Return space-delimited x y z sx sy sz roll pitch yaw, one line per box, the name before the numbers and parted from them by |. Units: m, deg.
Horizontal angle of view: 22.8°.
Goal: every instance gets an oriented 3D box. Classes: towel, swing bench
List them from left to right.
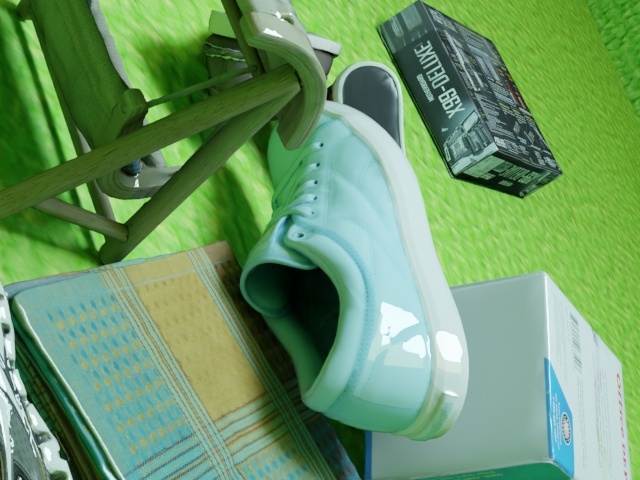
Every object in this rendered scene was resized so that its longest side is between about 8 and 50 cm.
swing bench | -0.134 -0.161 1.121 0.165 0.255 0.253 23 41 -58
towel | -0.084 0.134 1.140 0.271 0.040 0.370 61 18 4

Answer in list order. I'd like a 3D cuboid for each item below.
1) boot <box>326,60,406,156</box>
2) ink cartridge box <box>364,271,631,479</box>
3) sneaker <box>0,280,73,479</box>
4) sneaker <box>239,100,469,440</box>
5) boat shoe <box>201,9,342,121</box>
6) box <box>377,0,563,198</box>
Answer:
boot | 0.034 -0.045 1.584 0.176 0.088 0.244 160 -69 -79
ink cartridge box | 0.161 0.160 1.395 0.233 0.168 0.171 43 41 -53
sneaker | -0.214 0.070 0.865 0.234 0.078 0.106 64 18 10
sneaker | 0.000 0.000 1.302 0.150 0.135 0.366 12 35 -32
boat shoe | -0.049 -0.164 1.553 0.324 0.117 0.096 -33 133 -82
box | 0.218 -0.194 2.246 0.242 0.077 0.307 64 21 15
